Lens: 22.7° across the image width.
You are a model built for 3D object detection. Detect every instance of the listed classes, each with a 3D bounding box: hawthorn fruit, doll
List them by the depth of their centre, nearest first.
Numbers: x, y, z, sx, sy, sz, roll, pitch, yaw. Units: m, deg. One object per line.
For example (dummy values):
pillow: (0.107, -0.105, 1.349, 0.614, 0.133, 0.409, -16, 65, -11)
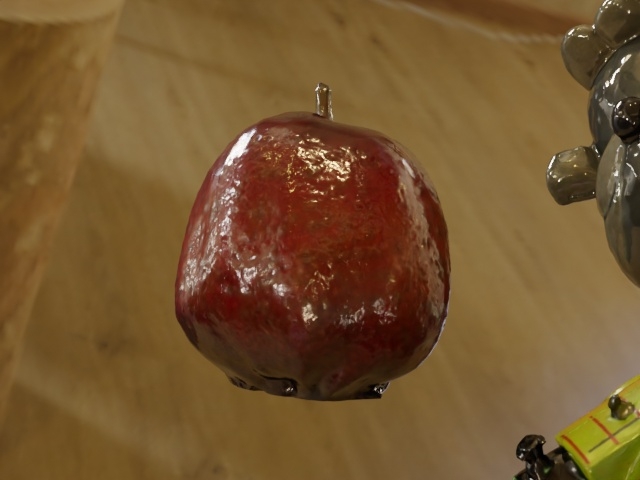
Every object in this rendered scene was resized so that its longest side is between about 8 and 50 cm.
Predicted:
hawthorn fruit: (0.000, 0.000, 1.194, 0.215, 0.215, 0.250, 14, 70, -16)
doll: (0.410, -0.055, 1.471, 0.378, 0.252, 0.382, 11, 40, -21)

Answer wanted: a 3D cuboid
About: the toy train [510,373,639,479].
toy train: (0.249, 0.136, 1.059, 0.160, 0.296, 0.100, 56, -2, -23)
